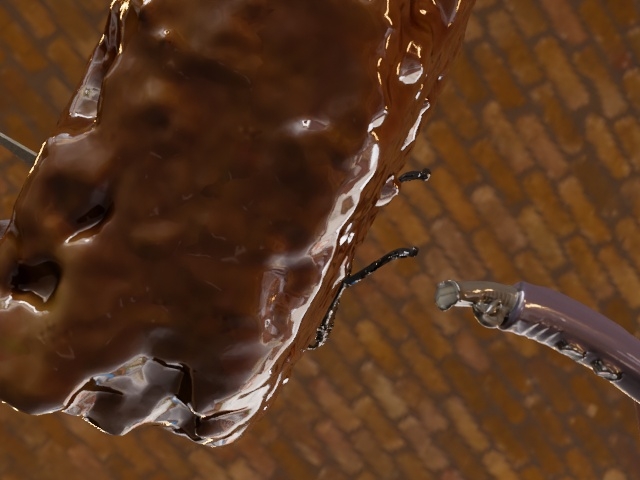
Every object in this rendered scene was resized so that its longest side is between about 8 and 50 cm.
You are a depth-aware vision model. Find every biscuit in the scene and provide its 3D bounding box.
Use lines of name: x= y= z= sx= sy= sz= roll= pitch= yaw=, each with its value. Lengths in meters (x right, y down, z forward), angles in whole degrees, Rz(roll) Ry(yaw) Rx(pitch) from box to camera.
biscuit: x=-0.031 y=-0.061 z=0.944 sx=0.166 sy=0.395 sz=0.343 roll=29 pitch=-80 yaw=4

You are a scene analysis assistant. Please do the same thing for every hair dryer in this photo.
hair dryer: x=0.250 y=0.139 z=1.470 sx=0.361 sy=0.301 sz=0.121 roll=29 pitch=-43 yaw=-16

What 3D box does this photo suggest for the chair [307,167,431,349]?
chair: x=0.000 y=0.000 z=1.608 sx=0.149 sy=0.174 sz=0.213 roll=21 pitch=-43 yaw=-12

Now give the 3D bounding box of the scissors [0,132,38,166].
scissors: x=-0.241 y=-0.053 z=1.566 sx=0.189 sy=0.015 sz=0.100 roll=34 pitch=-70 yaw=-9

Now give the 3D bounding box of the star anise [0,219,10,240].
star anise: x=-0.401 y=-0.005 z=1.704 sx=0.236 sy=0.093 sz=0.229 roll=33 pitch=-77 yaw=-15
